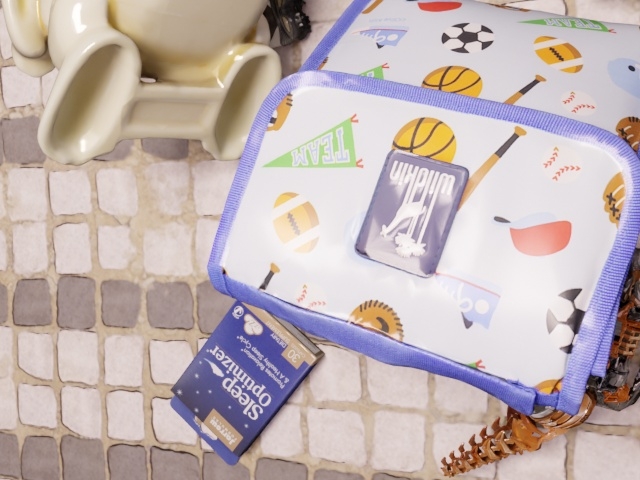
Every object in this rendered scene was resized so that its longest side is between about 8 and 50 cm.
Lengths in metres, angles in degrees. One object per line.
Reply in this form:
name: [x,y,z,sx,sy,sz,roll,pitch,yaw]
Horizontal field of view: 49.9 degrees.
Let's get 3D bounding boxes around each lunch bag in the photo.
lunch bag: [0.124,-0.057,0.635,0.327,0.385,0.239,18,143,21]

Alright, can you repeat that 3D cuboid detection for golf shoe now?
golf shoe: [-0.080,-0.341,0.870,0.093,0.077,0.198,-13,88,21]

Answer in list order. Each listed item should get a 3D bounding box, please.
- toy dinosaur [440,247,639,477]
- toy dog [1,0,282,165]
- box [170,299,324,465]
toy dinosaur: [0.241,0.138,0.754,0.218,0.164,0.322,36,83,-2]
toy dog: [-0.248,-0.335,0.807,0.408,0.284,0.395,52,140,29]
box: [-0.113,0.194,0.941,0.136,0.036,0.225,40,107,13]
